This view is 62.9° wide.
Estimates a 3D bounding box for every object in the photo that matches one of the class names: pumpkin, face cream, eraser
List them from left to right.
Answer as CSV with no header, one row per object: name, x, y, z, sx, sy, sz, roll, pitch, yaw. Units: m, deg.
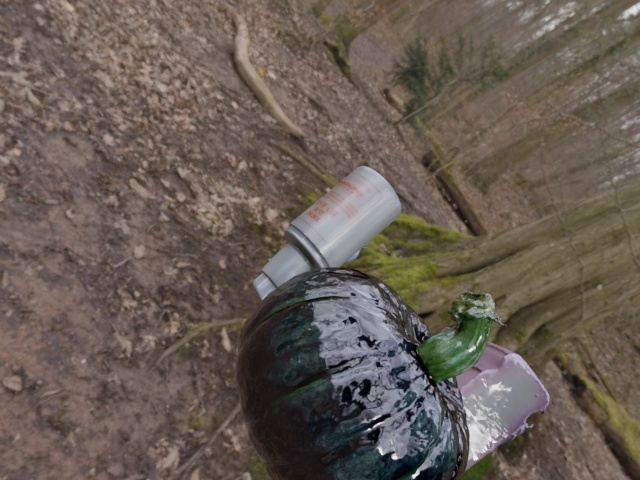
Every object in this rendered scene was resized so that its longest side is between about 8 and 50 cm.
face cream,0.000,0.000,0.785,0.101,0.252,0.101,47,-13,14
pumpkin,0.059,0.128,0.485,0.248,0.248,0.248,57,10,-16
eraser,0.221,0.296,0.993,0.122,0.272,0.359,58,-5,1

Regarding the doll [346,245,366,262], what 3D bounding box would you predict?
doll,0.025,0.001,1.352,0.180,0.120,0.075,24,-50,35
